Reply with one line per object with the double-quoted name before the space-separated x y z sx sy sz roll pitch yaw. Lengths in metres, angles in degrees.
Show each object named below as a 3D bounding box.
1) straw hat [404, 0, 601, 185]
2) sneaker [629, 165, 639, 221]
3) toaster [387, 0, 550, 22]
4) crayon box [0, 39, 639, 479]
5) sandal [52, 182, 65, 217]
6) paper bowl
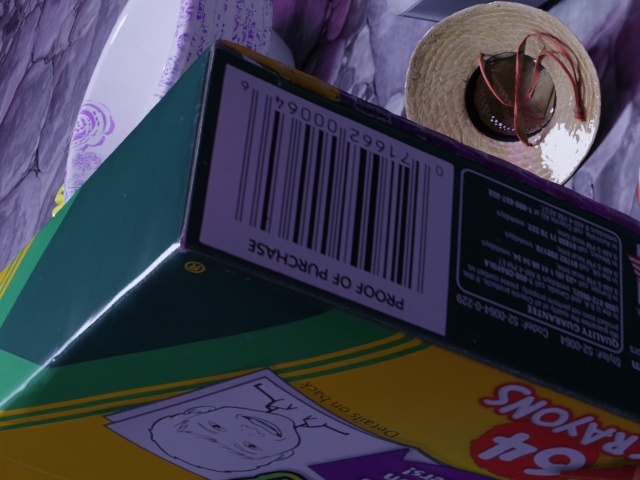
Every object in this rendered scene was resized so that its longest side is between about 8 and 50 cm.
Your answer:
"straw hat" 0.133 -0.099 1.097 0.144 0.144 0.061 -49 -9 37
"sneaker" 0.191 0.021 0.902 0.065 0.061 0.158 95 -171 -71
"toaster" 0.118 -0.250 1.163 0.185 0.110 0.168 -32 60 54
"crayon box" 0.030 0.089 0.773 0.313 0.363 0.106 -40 36 48
"sandal" -0.240 0.036 1.737 0.138 0.126 0.317 -33 42 47
"paper bowl" -0.129 -0.127 1.597 0.284 0.148 0.284 -47 31 40
